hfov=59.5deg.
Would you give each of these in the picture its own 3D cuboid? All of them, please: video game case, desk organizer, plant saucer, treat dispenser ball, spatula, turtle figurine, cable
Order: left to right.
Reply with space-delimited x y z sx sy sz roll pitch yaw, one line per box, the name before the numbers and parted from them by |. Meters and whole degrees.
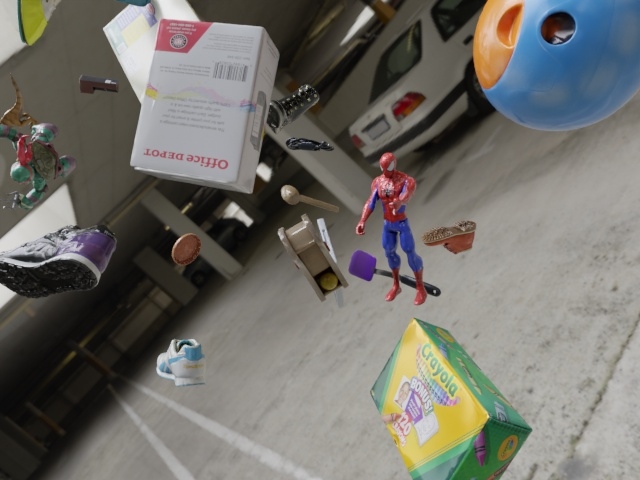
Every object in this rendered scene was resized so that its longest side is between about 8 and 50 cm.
turtle figurine | -0.548 -0.144 1.057 0.234 0.118 0.175 -90 -3 -67
desk organizer | -0.805 -0.562 2.042 0.047 0.130 0.050 -100 19 -51
plant saucer | -0.329 0.021 1.374 0.083 0.013 0.083 -35 -40 -35
cable | -0.043 -0.360 2.105 0.150 0.185 0.047 -14 -72 -62
video game case | 0.031 0.066 1.636 0.023 0.201 0.183 -14 46 -3
spatula | 0.215 0.105 1.653 0.030 0.297 0.084 -16 -58 -62
treat dispenser ball | 0.405 -0.329 0.939 0.288 0.288 0.288 -47 6 6

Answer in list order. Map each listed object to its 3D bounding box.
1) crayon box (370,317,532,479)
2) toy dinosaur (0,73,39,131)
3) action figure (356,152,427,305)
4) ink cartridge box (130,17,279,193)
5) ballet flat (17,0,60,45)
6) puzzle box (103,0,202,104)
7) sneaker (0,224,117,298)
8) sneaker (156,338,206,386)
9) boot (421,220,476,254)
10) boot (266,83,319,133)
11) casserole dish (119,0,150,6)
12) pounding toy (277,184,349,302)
crayon box | 0.187 0.263 0.877 0.165 0.081 0.278 -63 21 13
toy dinosaur | -0.806 -0.330 1.483 0.211 0.064 0.112 -37 -31 28
action figure | 0.119 -0.005 0.958 0.092 0.280 0.139 3 25 31
ink cartridge box | -0.225 -0.266 1.121 0.131 0.226 0.306 19 -99 -80
ballet flat | -0.500 -0.466 0.996 0.077 0.077 0.230 -160 67 -74
puzzle box | -0.475 -0.593 1.660 0.272 0.409 0.052 -37 -30 9
sneaker | -0.512 0.033 1.083 0.283 0.107 0.124 -3 43 23
sneaker | -0.309 0.266 1.258 0.229 0.087 0.092 -7 82 59
boot | 0.339 0.005 1.478 0.158 0.084 0.059 -11 27 -16
boot | -0.089 -0.422 1.721 0.179 0.085 0.236 -39 2 -5
casserole dish | -0.592 -0.746 1.644 0.037 0.188 0.114 -58 35 41
pounding toy | 0.000 0.000 1.278 0.155 0.269 0.154 -31 26 0
